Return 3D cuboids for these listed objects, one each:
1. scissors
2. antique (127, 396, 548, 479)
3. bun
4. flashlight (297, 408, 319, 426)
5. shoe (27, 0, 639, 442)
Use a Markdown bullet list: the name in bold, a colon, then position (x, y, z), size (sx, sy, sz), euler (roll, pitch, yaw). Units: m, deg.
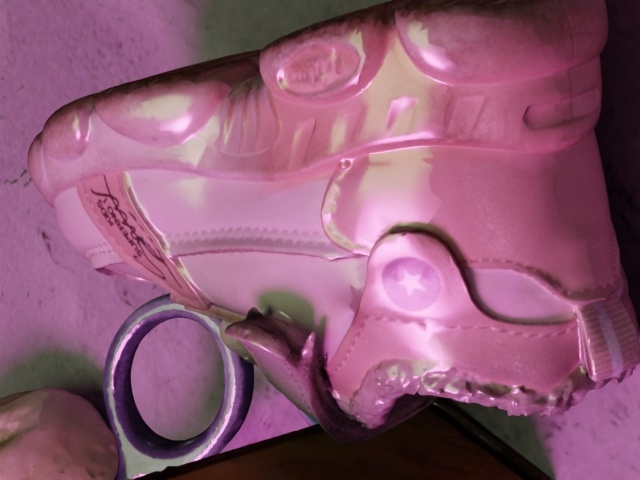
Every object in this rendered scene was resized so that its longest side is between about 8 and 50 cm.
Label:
- **scissors**: position (-0.140, 0.216, 1.094), size (0.383, 0.029, 0.256), euler (-33, 87, 27)
- **antique**: position (-0.037, 0.159, 0.863), size (0.093, 0.310, 0.087), euler (37, 125, 39)
- **bun**: position (-0.198, 0.213, 1.215), size (0.231, 0.133, 0.231), euler (20, 117, 46)
- **flashlight**: position (-0.009, 0.052, 1.013), size (0.129, 0.051, 0.051), euler (54, 136, 35)
- **shoe**: position (-0.003, 0.001, 0.890), size (0.351, 0.172, 0.198), euler (-12, 94, 53)
